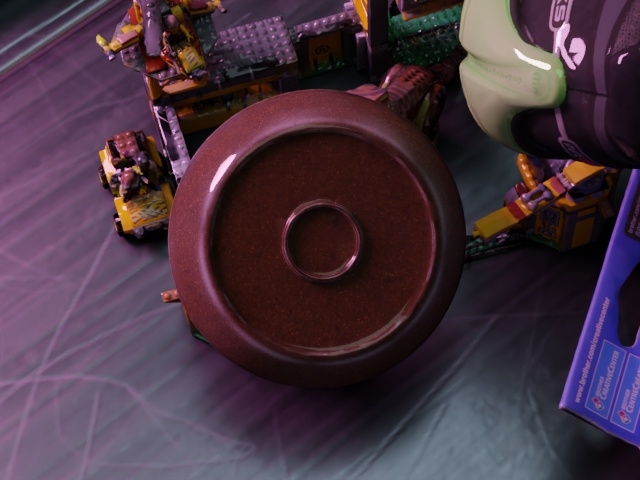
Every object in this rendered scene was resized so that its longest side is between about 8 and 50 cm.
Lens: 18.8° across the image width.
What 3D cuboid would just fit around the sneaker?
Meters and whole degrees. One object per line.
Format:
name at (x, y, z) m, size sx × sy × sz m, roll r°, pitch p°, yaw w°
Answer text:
sneaker at (0.318, -0.119, 1.064) m, size 0.483 × 0.185 × 0.202 m, roll -17°, pitch 24°, yaw -18°

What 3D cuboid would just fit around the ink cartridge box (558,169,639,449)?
ink cartridge box at (0.302, 0.075, 1.077) m, size 0.311 × 0.065 × 0.186 m, roll 23°, pitch 58°, yaw 0°

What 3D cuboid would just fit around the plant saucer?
plant saucer at (0.000, 0.000, 1.072) m, size 0.168 × 0.029 × 0.168 m, roll 0°, pitch 92°, yaw -5°

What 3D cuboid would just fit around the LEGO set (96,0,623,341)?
LEGO set at (0.022, -0.093, 1.143) m, size 0.331 × 0.192 × 0.255 m, roll -10°, pitch 65°, yaw -2°
